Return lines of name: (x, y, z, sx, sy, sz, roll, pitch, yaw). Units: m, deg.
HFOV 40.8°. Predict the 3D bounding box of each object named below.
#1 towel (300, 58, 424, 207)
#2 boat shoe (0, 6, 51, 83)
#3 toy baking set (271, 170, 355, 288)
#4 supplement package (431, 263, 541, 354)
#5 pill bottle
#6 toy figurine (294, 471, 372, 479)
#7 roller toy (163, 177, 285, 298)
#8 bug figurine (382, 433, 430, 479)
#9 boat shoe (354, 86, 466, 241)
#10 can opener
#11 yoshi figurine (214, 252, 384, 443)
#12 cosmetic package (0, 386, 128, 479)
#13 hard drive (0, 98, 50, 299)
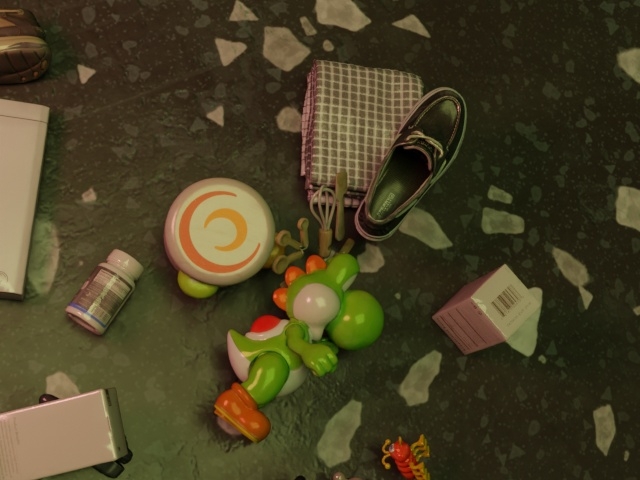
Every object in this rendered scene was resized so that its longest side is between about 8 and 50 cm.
towel: (0.085, -0.206, 1.692, 0.235, 0.121, 0.283, 6, 73, -14)
boat shoe: (-0.665, -0.349, 1.519, 0.356, 0.132, 0.130, -5, 66, -27)
toy baking set: (0.001, 0.005, 1.584, 0.030, 0.196, 0.256, 22, 64, 34)
supplement package: (0.310, 0.134, 1.628, 0.105, 0.179, 0.105, -41, 89, -22)
pill bottle: (-0.371, 0.088, 1.493, 0.078, 0.078, 0.137, 34, 68, -5)
toy figurine: (0.016, 0.502, 1.452, 0.210, 0.148, 0.213, -1, 75, -17)
roller toy: (-0.181, -0.012, 1.542, 0.209, 0.146, 0.191, -25, 90, -13)
bug figurine: (0.163, 0.480, 1.473, 0.072, 0.279, 0.216, -18, 117, 17)
boat shoe: (0.180, -0.145, 1.569, 0.121, 0.119, 0.335, 29, 77, -1)
can opener: (-0.391, 0.316, 1.432, 0.186, 0.059, 0.073, 41, 68, -3)
yoshi figurine: (-0.015, 0.197, 1.502, 0.362, 0.204, 0.203, -53, 136, -15)
cosmetic package: (-0.434, 0.316, 1.368, 0.231, 0.085, 0.117, -12, 82, -1)
hard drive: (-0.609, -0.083, 1.482, 0.233, 0.047, 0.353, 7, 71, -15)
